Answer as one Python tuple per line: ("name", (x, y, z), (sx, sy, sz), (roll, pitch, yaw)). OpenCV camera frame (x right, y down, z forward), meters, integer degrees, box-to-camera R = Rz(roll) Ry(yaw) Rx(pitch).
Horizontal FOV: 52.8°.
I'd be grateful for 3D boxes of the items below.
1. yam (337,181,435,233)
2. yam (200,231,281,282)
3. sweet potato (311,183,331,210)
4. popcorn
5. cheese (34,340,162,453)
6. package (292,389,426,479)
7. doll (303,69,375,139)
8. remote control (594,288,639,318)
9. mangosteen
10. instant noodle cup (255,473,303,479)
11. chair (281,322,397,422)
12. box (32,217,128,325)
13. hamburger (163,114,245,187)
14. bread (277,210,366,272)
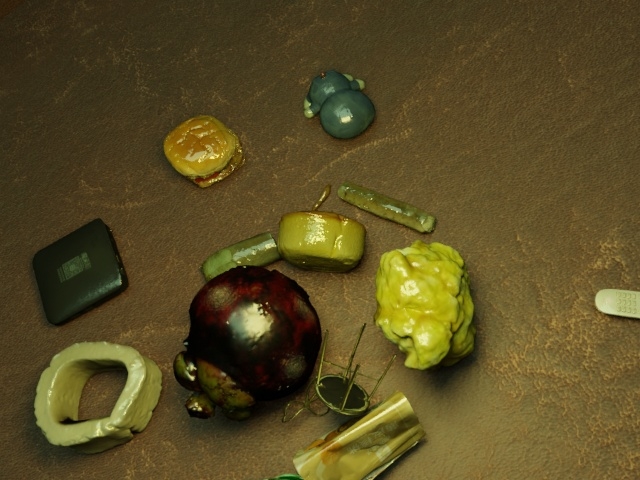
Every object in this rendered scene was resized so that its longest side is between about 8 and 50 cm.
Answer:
("yam", (0.197, -0.101, 1.943), (0.317, 0.067, 0.071), (25, 86, 25))
("yam", (-0.246, 0.058, 1.965), (0.259, 0.106, 0.106), (-23, 61, 2))
("sweet potato", (0.005, -0.134, 2.033), (0.026, 0.026, 0.115), (27, 74, 24))
("popcorn", (0.281, 0.175, 1.630), (0.292, 0.334, 0.293), (48, 113, 34))
("cheese", (-0.628, 0.446, 1.847), (0.332, 0.153, 0.292), (-10, 63, 11))
("package", (0.107, 0.522, 1.599), (0.311, 0.221, 0.165), (-32, 79, -7))
("doll", (0.067, -0.442, 2.109), (0.228, 0.154, 0.258), (-30, 68, -5))
("remote control", (0.824, 0.173, 1.660), (0.229, 0.044, 0.073), (7, 61, 9))
("mangosteen", (-0.186, 0.275, 1.713), (0.381, 0.381, 0.421), (32, 110, 26))
("instant noodle cup", (-0.103, 0.660, 1.557), (0.207, 0.233, 0.207), (-5, 64, 11))
("chair", (0.047, 0.372, 1.600), (0.170, 0.159, 0.326), (42, 122, 38))
("box", (-0.784, 0.101, 2.100), (0.289, 0.073, 0.290), (-30, 61, 0))
("hamburger", (-0.384, -0.302, 2.139), (0.244, 0.163, 0.244), (-6, 61, 12))
("bread", (0.000, 0.000, 1.837), (0.269, 0.270, 0.148), (2, 73, 16))
